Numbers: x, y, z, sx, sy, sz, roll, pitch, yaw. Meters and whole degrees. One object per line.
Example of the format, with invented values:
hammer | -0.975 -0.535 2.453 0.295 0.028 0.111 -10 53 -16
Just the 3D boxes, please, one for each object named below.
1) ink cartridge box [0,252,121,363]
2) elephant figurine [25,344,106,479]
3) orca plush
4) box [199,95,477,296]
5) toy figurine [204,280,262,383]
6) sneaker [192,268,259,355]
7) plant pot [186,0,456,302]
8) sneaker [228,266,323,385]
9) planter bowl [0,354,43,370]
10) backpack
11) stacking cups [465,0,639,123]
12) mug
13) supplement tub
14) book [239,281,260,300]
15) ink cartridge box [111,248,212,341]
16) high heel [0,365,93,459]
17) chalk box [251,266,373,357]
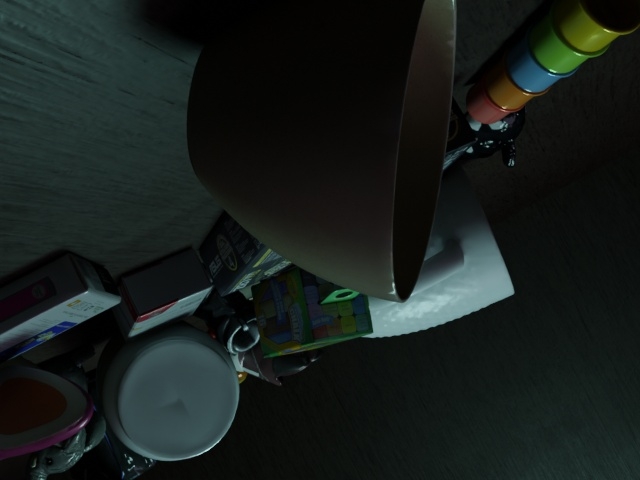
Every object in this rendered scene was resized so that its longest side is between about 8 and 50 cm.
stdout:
ink cartridge box | -0.459 0.135 1.370 0.371 0.069 0.176 -29 172 -1
elephant figurine | -0.490 0.355 1.942 0.169 0.239 0.186 -17 167 -45
orca plush | 0.277 -0.156 1.721 0.151 0.102 0.287 -22 169 -31
box | 0.013 -0.057 1.545 0.318 0.097 0.395 -25 172 -24
toy figurine | -0.134 0.185 2.135 0.213 0.148 0.209 -24 150 -17
sneaker | -0.174 0.140 1.882 0.101 0.153 0.268 -36 172 -12
plant pot | -0.002 -0.100 0.869 0.191 0.284 0.284 7 178 13
sneaker | -0.050 0.149 1.966 0.281 0.162 0.106 -64 170 6
planter bowl | -0.518 0.249 1.687 0.162 0.109 0.162 -26 172 -4
backpack | -0.496 0.427 2.363 0.213 0.276 0.263 -17 179 -42
stacking cups | 0.284 -0.240 1.350 0.096 0.096 0.316 -22 172 -29
mug | 0.158 0.045 1.892 0.328 0.276 0.374 -23 -173 6
supplement tub | -0.275 0.260 1.837 0.235 0.235 0.325 -25 -173 -14
book | -0.153 0.114 2.237 0.144 0.035 0.096 -27 175 -10
ink cartridge box | -0.260 0.091 1.655 0.127 0.072 0.175 -23 170 -24
high heel | -0.443 0.273 1.493 0.377 0.127 0.181 -6 149 29
chalk box | -0.003 0.113 1.733 0.132 0.132 0.213 -5 170 -34
